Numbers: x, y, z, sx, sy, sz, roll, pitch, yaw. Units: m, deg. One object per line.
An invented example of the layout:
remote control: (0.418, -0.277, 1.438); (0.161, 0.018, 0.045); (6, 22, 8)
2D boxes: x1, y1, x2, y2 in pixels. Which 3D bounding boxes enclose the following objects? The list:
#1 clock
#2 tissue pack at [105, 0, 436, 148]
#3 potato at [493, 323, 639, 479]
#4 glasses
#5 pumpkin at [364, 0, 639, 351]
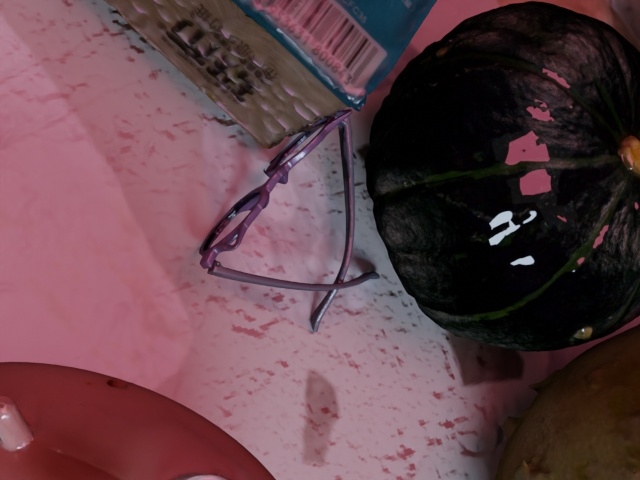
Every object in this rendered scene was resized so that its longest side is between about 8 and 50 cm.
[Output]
clock: (-0.101, 0.139, 0.721); (0.227, 0.241, 0.142); (38, 60, -16)
tissue pack: (-0.057, -0.211, 0.888); (0.271, 0.134, 0.192); (42, 61, -15)
potato: (0.286, 0.158, 0.932); (0.359, 0.219, 0.269); (-21, 66, -27)
glasses: (0.000, 0.000, 0.913); (0.104, 0.062, 0.140); (48, 61, -13)
pumpkin: (0.132, -0.038, 0.931); (0.220, 0.162, 0.220); (11, 75, -44)
